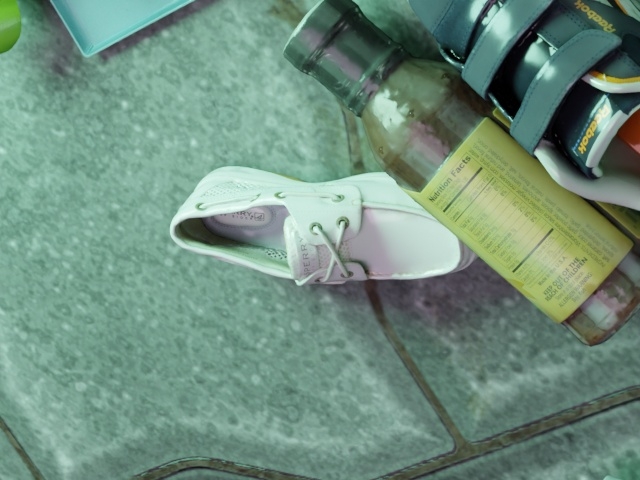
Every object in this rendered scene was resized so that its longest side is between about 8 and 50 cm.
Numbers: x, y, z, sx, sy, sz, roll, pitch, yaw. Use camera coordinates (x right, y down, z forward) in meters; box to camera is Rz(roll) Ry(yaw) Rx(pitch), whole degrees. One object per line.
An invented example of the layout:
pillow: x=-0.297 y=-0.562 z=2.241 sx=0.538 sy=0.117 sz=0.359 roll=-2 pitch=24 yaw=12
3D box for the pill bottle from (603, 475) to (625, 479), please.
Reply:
pill bottle: x=0.319 y=0.265 z=1.486 sx=0.193 sy=0.108 sz=0.108 roll=18 pitch=123 yaw=19

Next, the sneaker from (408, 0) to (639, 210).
sneaker: x=0.186 y=-0.128 z=1.330 sx=0.321 sy=0.127 sz=0.126 roll=33 pitch=128 yaw=11

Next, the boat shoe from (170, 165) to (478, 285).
boat shoe: x=0.000 y=0.000 z=1.518 sx=0.277 sy=0.096 sz=0.098 roll=4 pitch=117 yaw=26

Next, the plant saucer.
plant saucer: x=-0.150 y=-0.222 z=1.527 sx=0.192 sy=0.018 sz=0.067 roll=-22 pitch=105 yaw=36

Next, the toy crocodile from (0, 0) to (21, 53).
toy crocodile: x=-0.369 y=-0.307 z=1.539 sx=0.340 sy=0.115 sz=0.105 roll=53 pitch=154 yaw=-6

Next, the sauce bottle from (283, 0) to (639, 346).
sauce bottle: x=0.121 y=-0.064 z=1.412 sx=0.344 sy=0.111 sz=0.111 roll=42 pitch=128 yaw=4
